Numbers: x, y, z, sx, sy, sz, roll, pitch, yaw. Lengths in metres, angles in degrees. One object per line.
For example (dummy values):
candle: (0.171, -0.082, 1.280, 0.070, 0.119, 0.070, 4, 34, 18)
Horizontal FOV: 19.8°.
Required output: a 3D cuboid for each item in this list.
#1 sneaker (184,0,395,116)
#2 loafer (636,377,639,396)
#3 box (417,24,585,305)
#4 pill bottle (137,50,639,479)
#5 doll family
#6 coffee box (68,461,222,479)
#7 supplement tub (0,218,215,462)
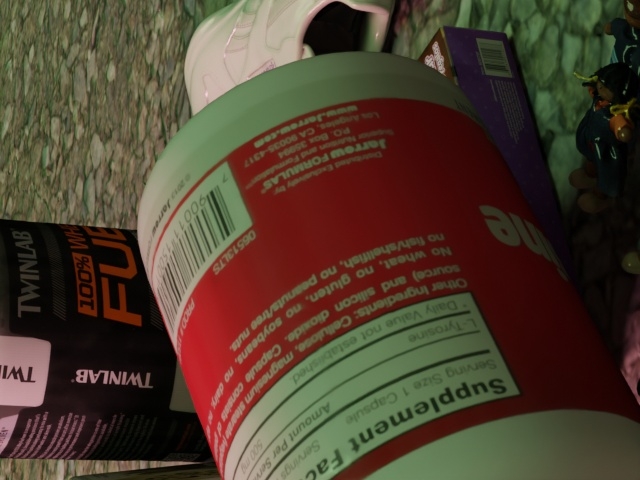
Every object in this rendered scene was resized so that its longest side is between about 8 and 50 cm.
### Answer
sneaker: (-0.029, -0.146, 1.502, 0.305, 0.114, 0.152, 123, 144, -47)
loafer: (0.235, 0.016, 0.933, 0.076, 0.078, 0.223, -109, 33, -41)
box: (0.094, 0.028, 1.271, 0.201, 0.057, 0.293, 124, 142, -49)
pill bottle: (0.056, 0.106, 1.019, 0.229, 0.229, 0.408, -63, 38, 40)
doll family: (0.188, -0.066, 1.056, 0.193, 0.076, 0.111, -122, 23, -46)
coffee box: (-0.103, 0.242, 1.455, 0.297, 0.168, 0.119, 156, 109, -78)
supplement tub: (-0.215, 0.089, 1.605, 0.207, 0.338, 0.207, -176, 90, -65)
